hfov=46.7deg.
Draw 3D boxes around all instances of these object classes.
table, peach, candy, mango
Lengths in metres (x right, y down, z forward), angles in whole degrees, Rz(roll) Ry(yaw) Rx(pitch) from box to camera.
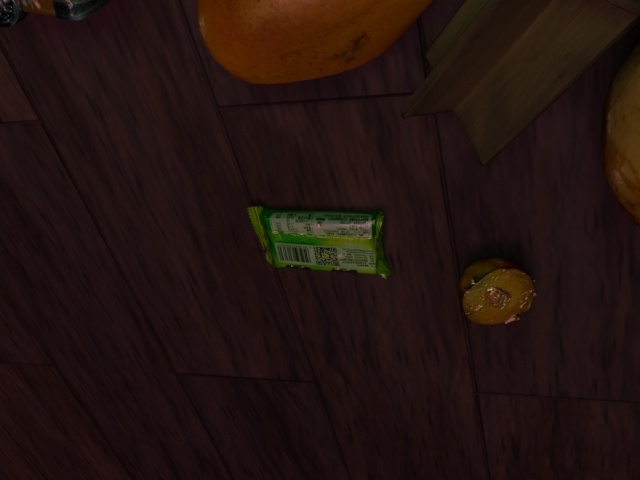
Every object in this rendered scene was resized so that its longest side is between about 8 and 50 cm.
[{"bbox_3d":[0.174,-0.180,0.637,0.167,0.167,0.227,29,143,-8],"label":"table"},{"bbox_3d":[0.210,0.055,0.894,0.098,0.061,0.098,-6,131,-6],"label":"peach"},{"bbox_3d":[0.000,-0.001,0.936,0.178,0.032,0.102,3,128,19],"label":"candy"},{"bbox_3d":[0.004,-0.226,0.663,0.252,0.126,0.154,-14,137,28],"label":"mango"}]

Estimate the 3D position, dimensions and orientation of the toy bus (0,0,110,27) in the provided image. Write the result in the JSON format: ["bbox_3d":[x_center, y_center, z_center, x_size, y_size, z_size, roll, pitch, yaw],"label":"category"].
[{"bbox_3d":[-0.327,-0.309,0.697,0.275,0.138,0.167,12,132,12],"label":"toy bus"}]

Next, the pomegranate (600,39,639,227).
[{"bbox_3d":[0.354,-0.083,0.597,0.248,0.248,0.248,10,134,11],"label":"pomegranate"}]
